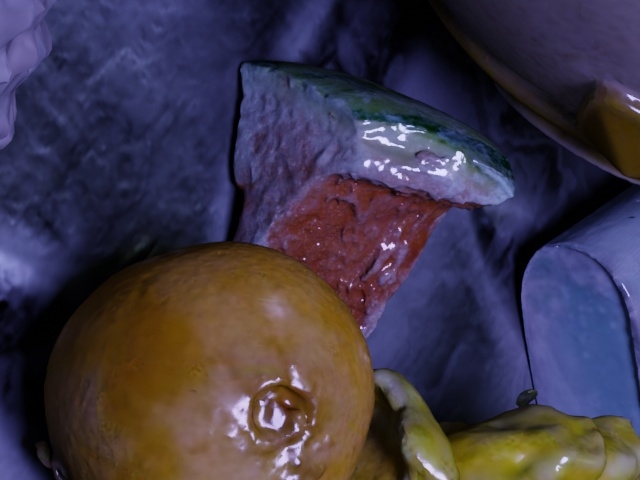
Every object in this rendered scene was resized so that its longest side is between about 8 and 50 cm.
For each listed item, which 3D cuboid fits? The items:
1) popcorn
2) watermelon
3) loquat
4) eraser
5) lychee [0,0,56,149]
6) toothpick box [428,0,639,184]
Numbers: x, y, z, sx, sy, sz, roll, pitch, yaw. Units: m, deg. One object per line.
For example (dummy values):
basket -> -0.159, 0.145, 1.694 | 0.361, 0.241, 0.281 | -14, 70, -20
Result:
popcorn -> 0.071, 0.137, 0.885 | 0.195, 0.168, 0.173 | 47, 26, -42
watermelon -> -0.002, -0.022, 0.893 | 0.098, 0.158, 0.121 | 13, 38, -32
loquat -> -0.047, 0.070, 0.784 | 0.141, 0.141, 0.141 | -4, 95, -46
eraser -> 0.219, 0.038, 1.096 | 0.227, 0.081, 0.174 | -32, 115, -41
lychee -> -0.211, -0.092, 0.496 | 0.300, 0.300, 0.300 | -4, 95, -46
toothpick box -> 0.214, -0.215, 0.844 | 0.425, 0.409, 0.409 | 51, 57, -42
